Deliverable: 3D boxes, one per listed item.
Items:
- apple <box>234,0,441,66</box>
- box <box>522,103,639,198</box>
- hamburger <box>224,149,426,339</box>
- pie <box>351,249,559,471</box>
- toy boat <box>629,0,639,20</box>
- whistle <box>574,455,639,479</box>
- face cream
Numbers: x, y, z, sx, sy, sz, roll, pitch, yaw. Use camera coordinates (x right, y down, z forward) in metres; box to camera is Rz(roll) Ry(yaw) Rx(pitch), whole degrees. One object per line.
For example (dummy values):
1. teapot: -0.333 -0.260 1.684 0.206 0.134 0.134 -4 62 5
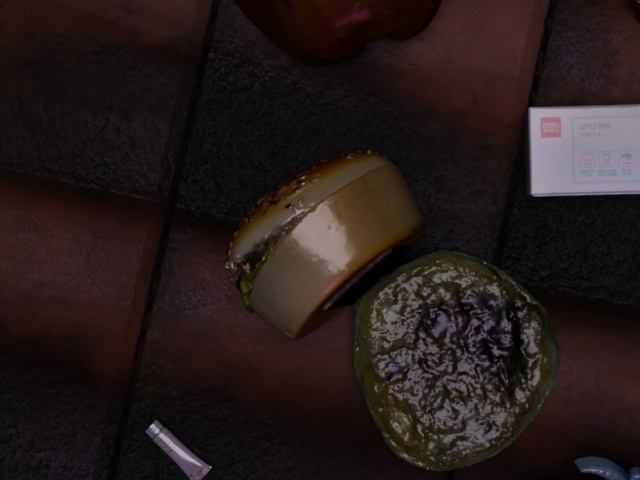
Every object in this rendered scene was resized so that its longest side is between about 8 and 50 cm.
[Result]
1. apple: 0.024 -0.447 1.570 0.328 0.295 0.365 -23 84 41
2. box: 0.429 -0.126 1.546 0.269 0.079 0.135 -2 89 4
3. hamburger: 0.000 0.000 1.471 0.300 0.300 0.176 -40 79 2
4. pie: 0.197 0.170 1.562 0.323 0.070 0.323 0 88 3
5. toy boat: 0.527 -0.312 1.550 0.059 0.069 0.173 -43 80 -11
6. whistle: 0.422 0.390 1.526 0.269 0.093 0.180 3 114 6
7. face cream: -0.215 0.317 1.613 0.115 0.020 0.038 44 91 1
